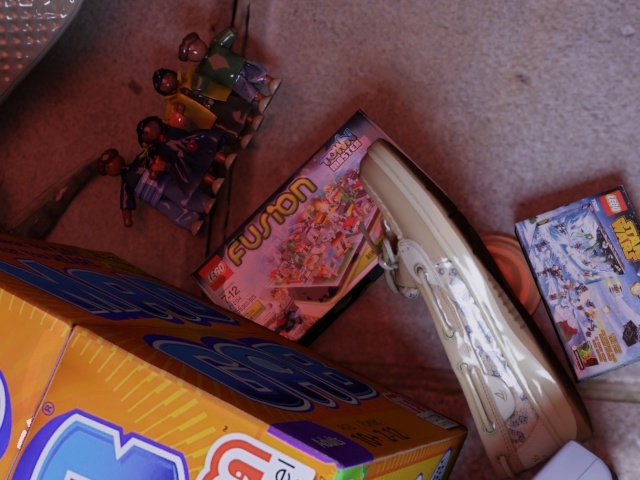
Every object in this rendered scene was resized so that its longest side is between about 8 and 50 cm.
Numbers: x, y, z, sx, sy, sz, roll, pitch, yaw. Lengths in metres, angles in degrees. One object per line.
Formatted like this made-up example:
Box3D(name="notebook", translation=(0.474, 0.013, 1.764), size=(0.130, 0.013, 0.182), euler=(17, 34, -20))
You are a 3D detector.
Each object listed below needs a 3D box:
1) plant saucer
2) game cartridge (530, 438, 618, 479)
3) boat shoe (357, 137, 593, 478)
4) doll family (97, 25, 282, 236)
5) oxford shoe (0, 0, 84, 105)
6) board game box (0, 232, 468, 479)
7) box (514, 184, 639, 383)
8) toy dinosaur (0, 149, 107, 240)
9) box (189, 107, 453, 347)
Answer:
Box3D(name="plant saucer", translation=(0.142, 0.036, 1.031), size=(0.083, 0.013, 0.084), euler=(-3, 78, 15))
Box3D(name="game cartridge", translation=(0.108, 0.270, 0.893), size=(0.060, 0.196, 0.294), euler=(41, 91, 23))
Box3D(name="boat shoe", translation=(0.103, 0.052, 0.973), size=(0.089, 0.104, 0.285), euler=(-34, 83, 12))
Box3D(name="doll family", translation=(-0.121, -0.096, 1.095), size=(0.111, 0.076, 0.193), euler=(29, 81, -1))
Box3D(name="oxford shoe", translation=(-0.388, -0.142, 1.158), size=(0.449, 0.169, 0.130), euler=(-41, 27, 11))
Box3D(name="board game box", translation=(-0.156, 0.223, 0.869), size=(0.356, 0.356, 0.357), euler=(24, 92, 19))
Box3D(name="box", translation=(0.223, 0.034, 0.996), size=(0.094, 0.027, 0.137), euler=(-20, 74, 1))
Box3D(name="toy dinosaur", translation=(-0.310, 0.000, 1.137), size=(0.118, 0.064, 0.268), euler=(35, 84, 14))
Box3D(name="box", translation=(0.000, 0.000, 1.064), size=(0.207, 0.036, 0.114), euler=(-45, 71, 2))
